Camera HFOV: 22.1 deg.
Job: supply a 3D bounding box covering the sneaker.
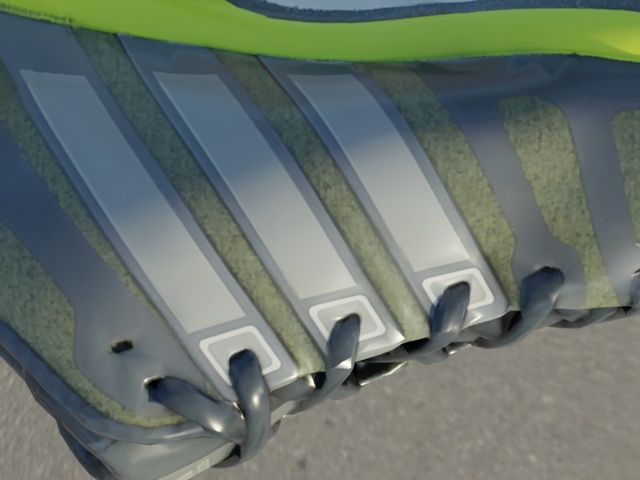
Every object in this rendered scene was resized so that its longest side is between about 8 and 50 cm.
[{"bbox_3d":[0.000,0.000,0.352,0.300,0.111,0.121,11,76,4],"label":"sneaker"}]
